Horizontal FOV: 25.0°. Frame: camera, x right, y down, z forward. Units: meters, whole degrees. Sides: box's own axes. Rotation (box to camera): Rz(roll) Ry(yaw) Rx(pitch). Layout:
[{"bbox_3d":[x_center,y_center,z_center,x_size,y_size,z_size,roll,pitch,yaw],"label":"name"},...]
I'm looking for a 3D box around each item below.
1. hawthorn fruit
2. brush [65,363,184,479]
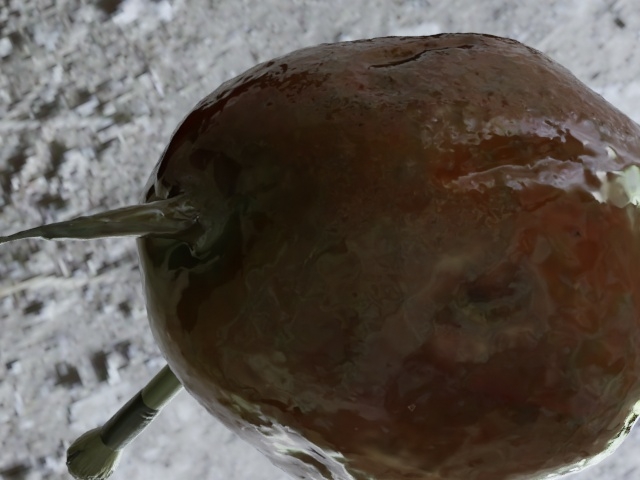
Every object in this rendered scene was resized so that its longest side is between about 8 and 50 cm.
[{"bbox_3d":[0.018,-0.004,0.399,0.149,0.149,0.189,-39,127,9],"label":"hawthorn fruit"},{"bbox_3d":[-0.124,0.113,1.096,0.042,0.039,0.299,40,133,-4],"label":"brush"}]
